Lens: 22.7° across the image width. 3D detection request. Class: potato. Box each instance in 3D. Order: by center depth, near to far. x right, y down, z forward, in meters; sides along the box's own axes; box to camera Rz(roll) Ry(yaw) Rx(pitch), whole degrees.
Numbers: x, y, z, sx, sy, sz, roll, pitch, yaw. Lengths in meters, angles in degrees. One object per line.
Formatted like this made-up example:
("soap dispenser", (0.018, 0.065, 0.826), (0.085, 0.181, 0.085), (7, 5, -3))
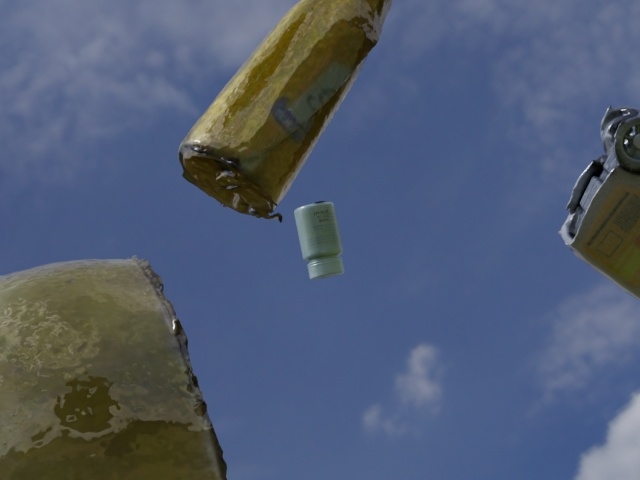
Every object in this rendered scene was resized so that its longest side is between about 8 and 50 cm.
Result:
("potato", (-0.273, 0.250, 1.485), (0.319, 0.442, 0.385), (-8, -25, -20))

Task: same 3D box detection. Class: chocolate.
("chocolate", (-0.012, -0.121, 1.093), (0.219, 0.085, 0.086), (-59, -30, -23))

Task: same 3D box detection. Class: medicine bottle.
("medicine bottle", (0.000, 0.000, 1.809), (0.047, 0.083, 0.047), (-12, -5, -1))

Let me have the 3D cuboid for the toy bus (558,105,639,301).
("toy bus", (0.314, -0.109, 1.183), (0.342, 0.138, 0.097), (-52, 1, 9))
